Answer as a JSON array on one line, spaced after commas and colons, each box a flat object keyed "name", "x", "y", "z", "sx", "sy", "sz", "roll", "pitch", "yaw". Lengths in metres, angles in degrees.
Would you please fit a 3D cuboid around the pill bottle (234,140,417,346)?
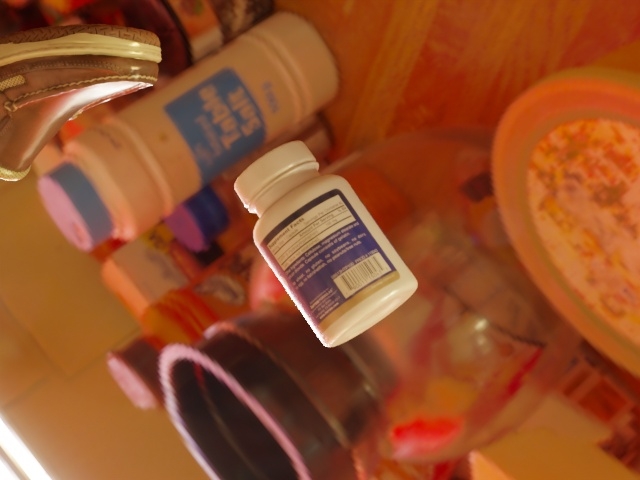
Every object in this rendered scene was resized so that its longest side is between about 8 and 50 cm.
[{"name": "pill bottle", "x": 0.000, "y": 0.000, "z": 1.224, "sx": 0.186, "sy": 0.112, "sz": 0.112, "roll": 56, "pitch": 155, "yaw": 12}]

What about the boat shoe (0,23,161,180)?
[{"name": "boat shoe", "x": -0.214, "y": -0.090, "z": 0.892, "sx": 0.258, "sy": 0.095, "sz": 0.095, "roll": -5, "pitch": 89, "yaw": 36}]
